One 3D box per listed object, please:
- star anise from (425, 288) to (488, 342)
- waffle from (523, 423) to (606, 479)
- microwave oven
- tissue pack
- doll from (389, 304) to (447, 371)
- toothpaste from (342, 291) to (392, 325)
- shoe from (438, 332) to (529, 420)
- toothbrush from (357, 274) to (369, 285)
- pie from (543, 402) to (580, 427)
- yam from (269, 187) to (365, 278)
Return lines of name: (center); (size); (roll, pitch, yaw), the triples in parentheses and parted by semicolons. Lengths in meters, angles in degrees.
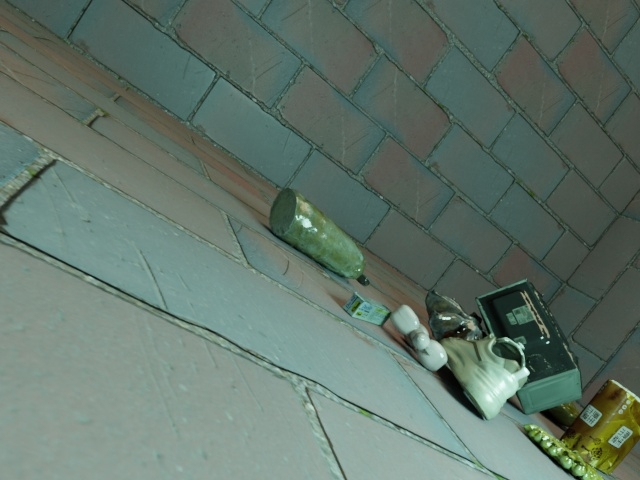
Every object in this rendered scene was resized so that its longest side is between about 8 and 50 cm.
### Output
star anise: (0.397, 0.285, 1.402); (0.316, 0.139, 0.359); (43, 21, 18)
waffle: (0.545, 0.479, 1.099); (0.183, 0.036, 0.169); (35, 3, -29)
microwave oven: (0.590, 0.296, 1.381); (0.237, 0.181, 0.295); (56, 16, -45)
tissue pack: (0.792, 0.510, 1.347); (0.183, 0.226, 0.092); (33, 8, -27)
doll: (0.222, 0.223, 1.093); (0.161, 0.059, 0.160); (51, 1, -45)
toothpaste: (0.110, 0.155, 1.088); (0.034, 0.046, 0.164); (42, 8, 34)
shoe: (0.365, 0.262, 1.075); (0.124, 0.159, 0.316); (53, 9, -6)
toothbrush: (0.079, 0.071, 1.672); (0.030, 0.030, 0.297); (42, 1, -40)
pie: (0.802, 0.552, 1.727); (0.257, 0.105, 0.274); (43, 1, -32)
yam: (0.000, 0.000, 1.356); (0.330, 0.133, 0.133); (39, 4, -28)
